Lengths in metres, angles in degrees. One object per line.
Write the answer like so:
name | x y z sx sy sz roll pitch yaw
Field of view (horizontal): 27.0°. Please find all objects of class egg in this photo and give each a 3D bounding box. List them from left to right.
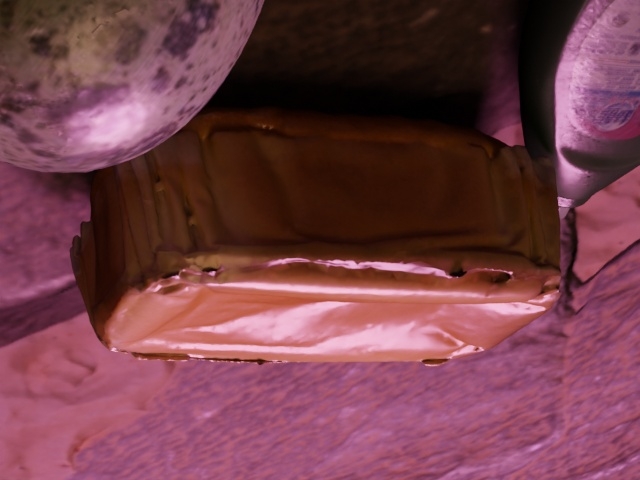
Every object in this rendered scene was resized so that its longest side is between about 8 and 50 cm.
egg | -0.092 -0.105 0.550 0.172 0.132 0.132 -43 134 8

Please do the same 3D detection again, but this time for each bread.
bread | 0.000 0.000 0.700 0.241 0.107 0.136 3 152 -23

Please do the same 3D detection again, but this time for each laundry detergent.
laundry detergent | 0.166 -0.094 0.712 0.137 0.063 0.211 -7 136 -23
